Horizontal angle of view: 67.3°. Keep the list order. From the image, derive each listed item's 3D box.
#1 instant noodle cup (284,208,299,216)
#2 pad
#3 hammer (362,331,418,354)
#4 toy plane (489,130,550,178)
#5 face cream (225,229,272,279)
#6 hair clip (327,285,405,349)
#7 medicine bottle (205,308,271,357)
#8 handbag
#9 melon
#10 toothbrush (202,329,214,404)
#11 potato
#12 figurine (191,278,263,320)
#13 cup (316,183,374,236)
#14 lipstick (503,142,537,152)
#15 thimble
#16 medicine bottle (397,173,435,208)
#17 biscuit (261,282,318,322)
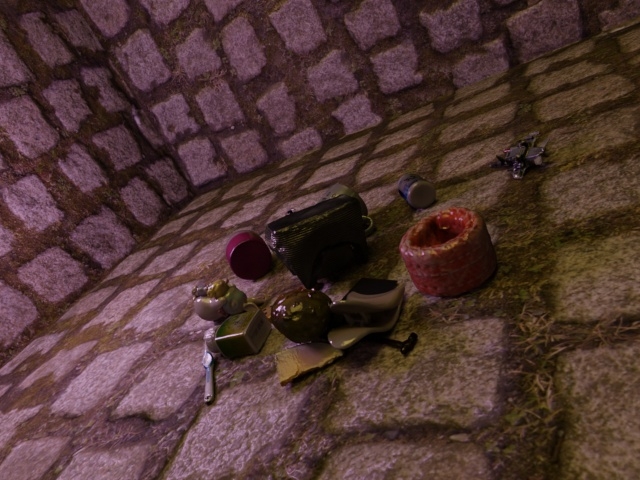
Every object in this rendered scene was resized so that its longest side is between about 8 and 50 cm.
[{"bbox_3d":[-0.115,-0.040,2.045,0.152,0.151,0.122,-2,44,49],"label":"instant noodle cup"},{"bbox_3d":[0.099,0.200,1.411,0.265,0.009,0.160,-44,26,-30],"label":"pad"},{"bbox_3d":[0.164,0.249,1.206,0.065,0.021,0.178,-42,22,-31],"label":"hammer"},{"bbox_3d":[0.680,-0.290,1.688,0.262,0.088,0.192,3,65,59],"label":"toy plane"},{"bbox_3d":[-0.304,0.055,2.003,0.175,0.175,0.195,-31,21,-6],"label":"face cream"},{"bbox_3d":[0.108,0.197,1.261,0.173,0.113,0.282,-10,-2,28],"label":"hair clip"},{"bbox_3d":[-0.266,0.300,1.524,0.189,0.088,0.132,-17,25,27],"label":"medicine bottle"},{"bbox_3d":[0.000,0.000,1.635,0.341,0.240,0.247,-25,17,-10],"label":"handbag"},{"bbox_3d":[-0.029,0.310,1.265,0.182,0.054,0.098,-25,25,-3],"label":"melon"},{"bbox_3d":[-0.354,0.384,1.511,0.040,0.040,0.386,-30,22,-2],"label":"toothbrush"},{"bbox_3d":[-0.052,0.201,1.351,0.176,0.141,0.298,1,2,-9],"label":"potato"},{"bbox_3d":[-0.336,0.209,1.741,0.236,0.155,0.127,-14,12,22],"label":"figurine"},{"bbox_3d":[0.073,-0.063,1.849,0.258,0.186,0.234,25,61,31],"label":"cup"},{"bbox_3d":[0.740,-0.340,1.796,0.030,0.030,0.129,-42,25,-30],"label":"lipstick"},{"bbox_3d":[0.339,0.032,1.287,0.239,0.162,0.239,-26,24,13],"label":"thimble"},{"bbox_3d":[0.359,-0.195,1.837,0.107,0.107,0.191,-28,22,3],"label":"medicine bottle"},{"bbox_3d":[-0.109,0.212,1.611,0.235,0.030,0.153,-27,20,4],"label":"biscuit"}]
